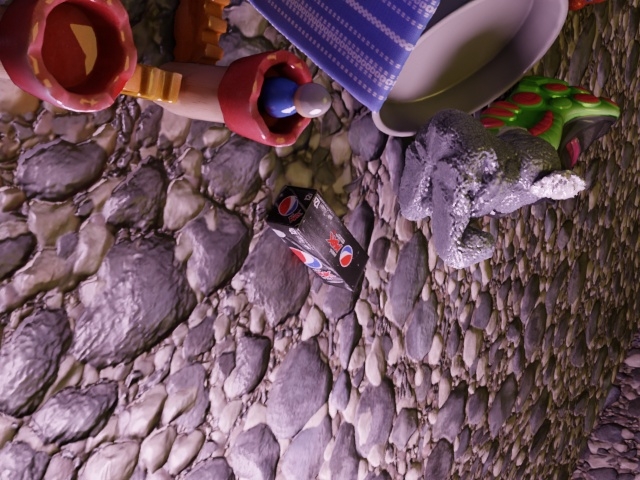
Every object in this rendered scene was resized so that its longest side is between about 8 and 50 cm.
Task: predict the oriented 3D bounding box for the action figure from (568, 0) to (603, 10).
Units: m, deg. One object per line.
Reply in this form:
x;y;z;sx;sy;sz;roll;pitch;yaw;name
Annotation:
0.600;-0.562;1.548;0.280;0.139;0.091;-53;137;-26;action figure

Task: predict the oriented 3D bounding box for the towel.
0.061;-0.322;0.682;0.040;0.243;0.336;-2;131;-47;towel

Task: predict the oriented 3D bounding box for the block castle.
-0.104;-0.316;0.582;0.303;0.212;0.454;1;100;-54;block castle

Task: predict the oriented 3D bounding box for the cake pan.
0.188;-0.251;0.999;0.293;0.293;0.054;1;56;-54;cake pan

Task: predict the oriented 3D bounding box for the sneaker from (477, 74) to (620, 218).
0.401;-0.177;1.394;0.482;0.185;0.202;-26;139;-44;sneaker

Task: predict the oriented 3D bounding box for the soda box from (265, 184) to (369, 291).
0.000;0.000;0.962;0.169;0.053;0.060;49;62;-48;soda box

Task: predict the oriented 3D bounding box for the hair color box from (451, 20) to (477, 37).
0.174;-0.455;1.013;0.185;0.110;0.339;3;97;-55;hair color box

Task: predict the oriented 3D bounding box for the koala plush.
0.253;-0.098;1.076;0.221;0.196;0.203;-8;126;-18;koala plush
